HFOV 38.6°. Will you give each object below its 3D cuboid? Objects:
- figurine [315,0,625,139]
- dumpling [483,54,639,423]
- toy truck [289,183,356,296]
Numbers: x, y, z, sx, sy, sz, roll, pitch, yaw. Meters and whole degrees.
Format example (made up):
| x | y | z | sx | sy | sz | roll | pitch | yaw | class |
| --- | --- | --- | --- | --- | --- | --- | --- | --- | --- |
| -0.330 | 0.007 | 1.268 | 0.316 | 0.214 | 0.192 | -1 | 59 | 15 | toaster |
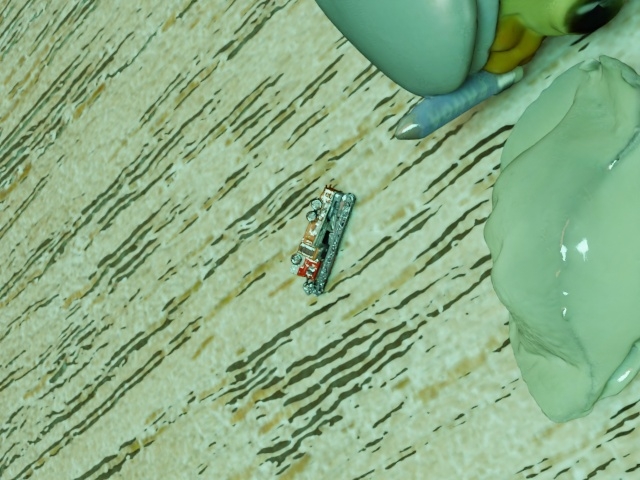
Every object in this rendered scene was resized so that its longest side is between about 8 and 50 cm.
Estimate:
| x | y | z | sx | sy | sz | roll | pitch | yaw | class |
| --- | --- | --- | --- | --- | --- | --- | --- | --- | --- |
| 0.140 | -0.237 | 0.480 | 0.382 | 0.205 | 0.224 | -30 | 61 | 30 | figurine |
| 0.141 | -0.003 | 0.528 | 0.181 | 0.111 | 0.155 | -55 | 23 | 7 | dumpling |
| 0.000 | 0.000 | 0.679 | 0.032 | 0.024 | 0.083 | 23 | 99 | 7 | toy truck |
